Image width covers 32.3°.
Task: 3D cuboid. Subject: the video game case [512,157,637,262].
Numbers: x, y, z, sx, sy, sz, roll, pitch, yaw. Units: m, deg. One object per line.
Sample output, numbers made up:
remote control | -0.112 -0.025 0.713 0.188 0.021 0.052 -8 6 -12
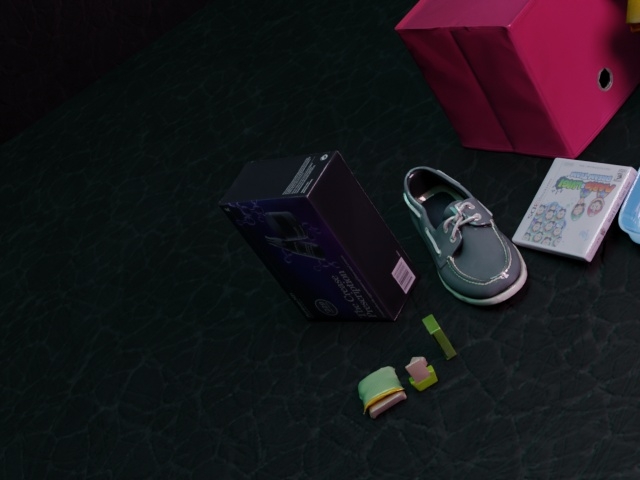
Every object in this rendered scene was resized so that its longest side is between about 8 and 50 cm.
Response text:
video game case | 0.354 -0.046 1.551 0.143 0.019 0.157 -60 30 -7

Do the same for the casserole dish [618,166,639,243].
casserole dish | 0.472 -0.071 1.466 0.114 0.037 0.188 17 78 52

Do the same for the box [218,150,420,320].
box | 0.000 0.000 1.648 0.184 0.261 0.103 -1 45 44

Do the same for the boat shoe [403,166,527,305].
boat shoe | 0.199 -0.014 1.630 0.116 0.099 0.319 -33 31 3

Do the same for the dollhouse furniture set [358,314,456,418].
dollhouse furniture set | 0.108 0.171 1.509 0.151 0.058 0.076 -32 31 5

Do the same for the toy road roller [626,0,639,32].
toy road roller | 0.586 -0.323 1.608 0.329 0.240 0.202 -3 11 -36

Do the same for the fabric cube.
fabric cube | 0.330 -0.315 1.761 0.254 0.258 0.259 -47 33 -21
